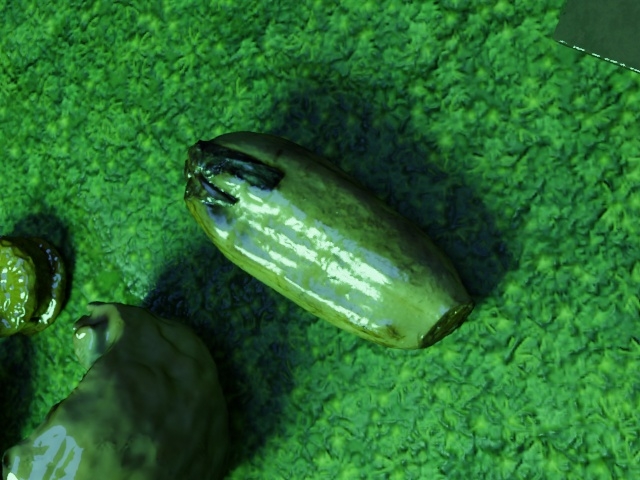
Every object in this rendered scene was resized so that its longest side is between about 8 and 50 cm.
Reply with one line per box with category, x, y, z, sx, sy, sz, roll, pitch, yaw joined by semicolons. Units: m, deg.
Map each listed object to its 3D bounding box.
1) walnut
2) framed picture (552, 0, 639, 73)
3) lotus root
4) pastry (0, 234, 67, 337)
walnut;-0.150;0.169;0.764;0.141;0.204;0.238;4;87;11
framed picture;0.215;-0.129;0.472;0.169;0.023;0.127;29;105;30
lotus root;0.000;0.000;0.764;0.258;0.097;0.110;35;107;16
pastry;-0.293;0.043;0.911;0.109;0.057;0.097;-24;77;22
